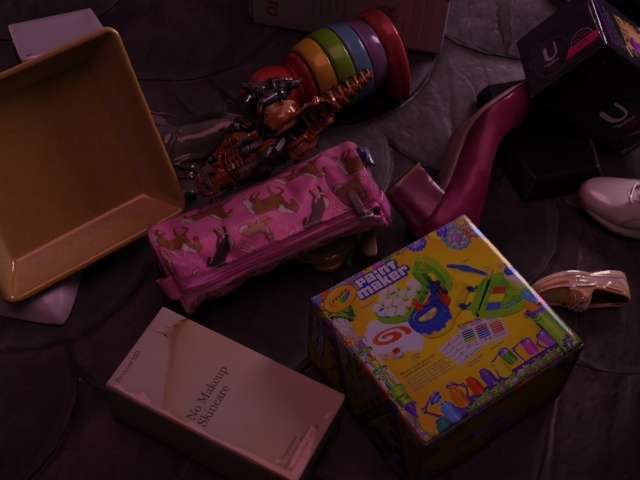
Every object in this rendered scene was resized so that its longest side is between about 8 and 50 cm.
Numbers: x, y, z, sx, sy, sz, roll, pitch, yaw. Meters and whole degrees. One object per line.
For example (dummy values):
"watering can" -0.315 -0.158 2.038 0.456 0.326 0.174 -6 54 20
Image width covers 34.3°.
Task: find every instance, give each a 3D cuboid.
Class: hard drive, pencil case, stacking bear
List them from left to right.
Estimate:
"pencil case" -0.084 -0.020 1.647 0.386 0.167 0.160 -23 80 -8
"stacking bear" -0.002 -0.296 1.882 0.289 0.164 0.175 -27 60 -16
"hard drive" 0.400 -0.196 1.888 0.172 0.054 0.254 -10 56 -11

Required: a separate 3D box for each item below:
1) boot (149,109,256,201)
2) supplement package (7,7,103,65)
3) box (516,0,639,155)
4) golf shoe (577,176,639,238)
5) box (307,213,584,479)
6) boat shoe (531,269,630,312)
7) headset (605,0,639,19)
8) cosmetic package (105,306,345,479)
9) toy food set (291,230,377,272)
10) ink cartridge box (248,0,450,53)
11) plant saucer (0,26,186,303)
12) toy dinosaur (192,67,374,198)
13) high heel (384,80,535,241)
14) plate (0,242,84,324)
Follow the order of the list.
"boot" -0.218 -0.138 1.812 0.247 0.083 0.161 1 67 -3
"supplement package" -0.421 -0.258 1.757 0.149 0.203 0.194 -16 33 -15
"box" 0.501 -0.289 1.820 0.270 0.165 0.143 23 46 -33
"golf shoe" 0.594 -0.062 1.754 0.306 0.140 0.115 18 57 11
"box" 0.176 0.162 1.545 0.290 0.177 0.279 -27 61 -20
"boat shoe" 0.424 0.087 1.683 0.170 0.063 0.059 -6 49 -9
"headset" 0.667 -0.578 2.098 0.394 0.185 0.243 15 55 21
"cosmetic package" -0.136 0.242 1.510 0.310 0.113 0.160 24 57 12
"toy food set" 0.000 0.000 1.742 0.192 0.038 0.132 -4 49 7
"ink cartridge box" 0.067 -0.535 1.973 0.385 0.279 0.160 10 54 4
"plant saucer" -0.416 -0.122 1.617 0.333 0.332 0.081 -30 27 -23
"toy dinosaur" -0.057 -0.173 1.697 0.322 0.164 0.218 -12 20 3
"high heel" 0.286 -0.119 1.788 0.377 0.127 0.181 -41 91 -17
"plate" -0.515 -0.006 1.705 0.278 0.045 0.277 9 55 3
